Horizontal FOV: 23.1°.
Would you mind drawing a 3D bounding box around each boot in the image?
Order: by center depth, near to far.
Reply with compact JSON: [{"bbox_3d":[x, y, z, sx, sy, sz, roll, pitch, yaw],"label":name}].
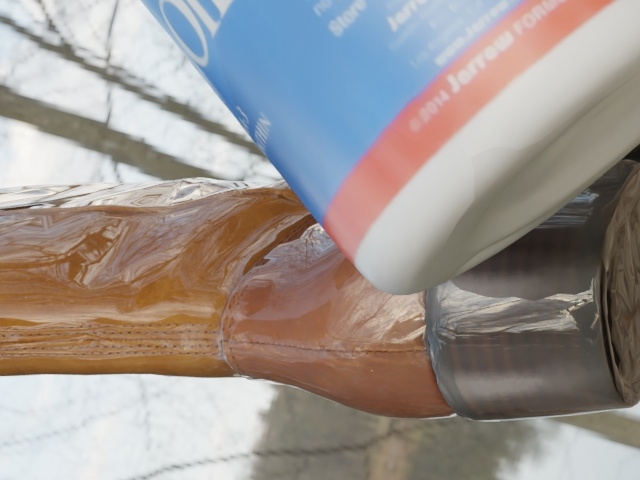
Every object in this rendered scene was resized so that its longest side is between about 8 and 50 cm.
[{"bbox_3d":[0.000,0.000,0.575,0.264,0.280,0.096,-45,-53,-56],"label":"boot"}]

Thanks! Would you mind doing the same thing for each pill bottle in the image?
[{"bbox_3d":[-0.004,-0.106,0.379,0.124,0.221,0.124,-36,-13,-9],"label":"pill bottle"}]
